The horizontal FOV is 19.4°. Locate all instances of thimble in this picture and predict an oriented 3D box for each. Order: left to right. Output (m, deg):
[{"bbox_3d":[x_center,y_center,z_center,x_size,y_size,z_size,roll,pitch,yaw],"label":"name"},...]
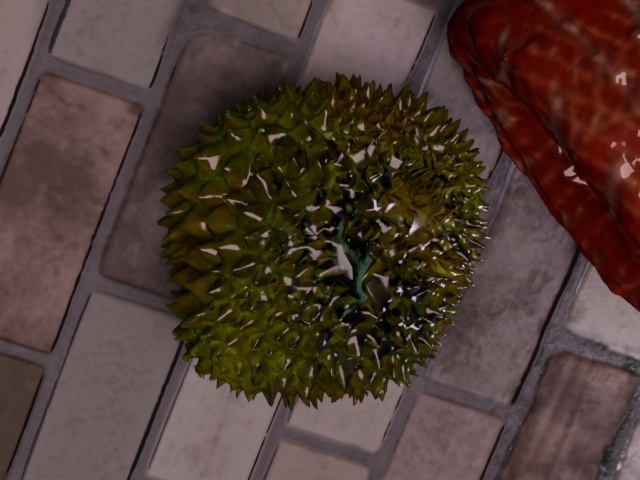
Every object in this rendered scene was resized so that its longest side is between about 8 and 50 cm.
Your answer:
[{"bbox_3d":[0.279,-0.095,1.436,0.230,0.350,0.350,-37,108,0],"label":"thimble"}]

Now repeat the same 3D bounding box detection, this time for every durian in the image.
[{"bbox_3d":[0.000,0.000,1.463,0.291,0.224,0.291,-2,100,-12],"label":"durian"}]
